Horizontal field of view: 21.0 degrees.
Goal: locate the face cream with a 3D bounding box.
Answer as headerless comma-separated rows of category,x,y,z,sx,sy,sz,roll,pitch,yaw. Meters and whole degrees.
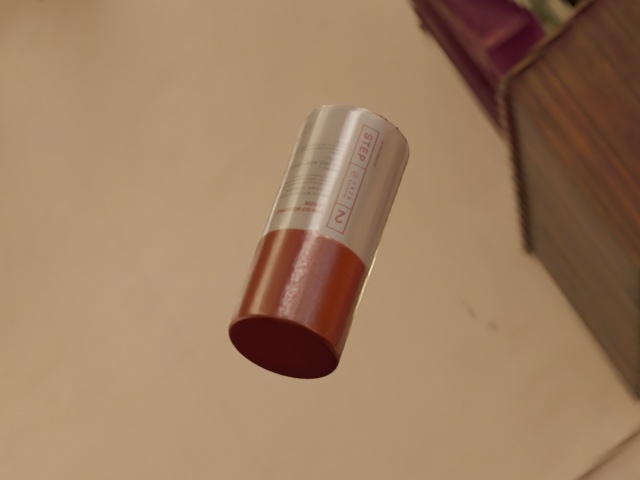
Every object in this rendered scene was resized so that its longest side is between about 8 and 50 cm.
face cream,0.000,0.000,1.414,0.096,0.095,0.214,106,-177,-59
